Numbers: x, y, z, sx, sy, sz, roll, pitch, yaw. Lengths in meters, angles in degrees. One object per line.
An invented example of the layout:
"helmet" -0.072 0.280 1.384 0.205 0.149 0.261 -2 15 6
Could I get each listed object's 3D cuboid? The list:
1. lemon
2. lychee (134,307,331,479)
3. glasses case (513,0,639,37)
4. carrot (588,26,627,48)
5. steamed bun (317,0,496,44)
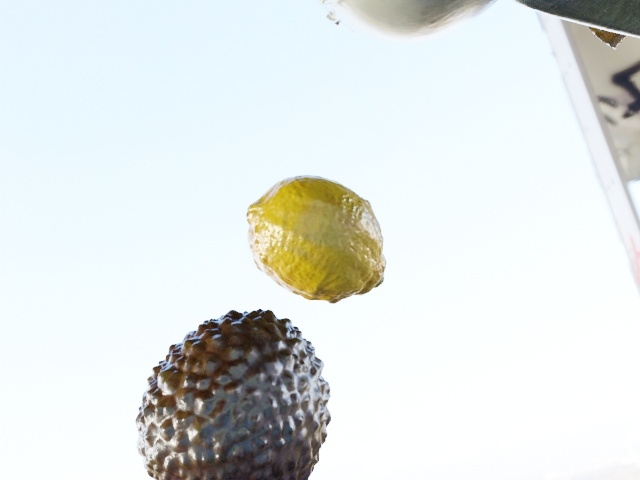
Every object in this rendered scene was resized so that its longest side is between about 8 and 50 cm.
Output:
"lemon" 0.000 0.000 0.974 0.187 0.142 0.142 32 -35 -15
"lychee" -0.088 0.184 0.840 0.200 0.238 0.200 14 -19 5
"glasses case" 0.283 -0.253 0.739 0.323 0.074 0.131 -3 -40 -41
"carrot" 0.345 -0.278 0.899 0.048 0.048 0.139 4 -51 -44
"steamed bun" 0.111 -0.401 1.004 0.334 0.333 0.374 -18 -2 13
